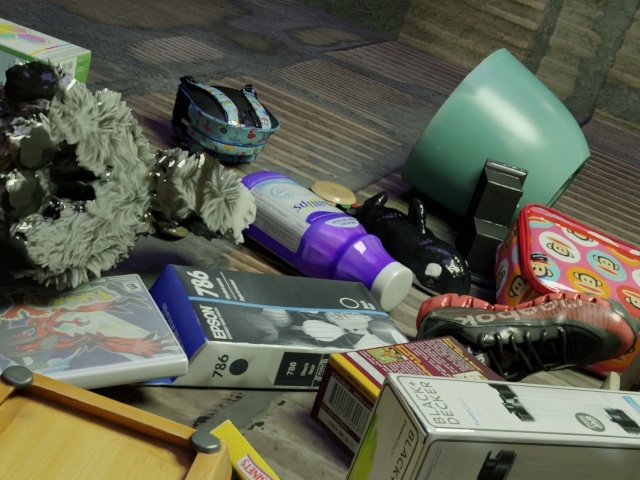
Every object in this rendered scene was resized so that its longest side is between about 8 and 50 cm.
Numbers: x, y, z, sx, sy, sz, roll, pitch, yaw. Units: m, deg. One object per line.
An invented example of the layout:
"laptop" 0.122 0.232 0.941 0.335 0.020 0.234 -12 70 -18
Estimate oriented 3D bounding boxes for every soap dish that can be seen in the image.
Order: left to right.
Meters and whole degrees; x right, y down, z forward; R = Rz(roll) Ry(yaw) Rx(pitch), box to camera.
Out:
"soap dish" -0.193 0.214 0.669 0.228 0.118 0.291 20 24 3

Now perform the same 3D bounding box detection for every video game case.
"video game case" -0.256 0.092 0.972 0.201 0.023 0.183 -5 28 -26

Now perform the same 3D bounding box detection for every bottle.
"bottle" 0.000 0.000 1.336 0.283 0.092 0.118 34 26 32

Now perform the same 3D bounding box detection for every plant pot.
"plant pot" 0.325 -0.148 1.702 0.235 0.293 0.293 40 27 11

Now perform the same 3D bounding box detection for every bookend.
"bookend" 0.275 -0.027 1.525 0.072 0.157 0.156 17 22 -2

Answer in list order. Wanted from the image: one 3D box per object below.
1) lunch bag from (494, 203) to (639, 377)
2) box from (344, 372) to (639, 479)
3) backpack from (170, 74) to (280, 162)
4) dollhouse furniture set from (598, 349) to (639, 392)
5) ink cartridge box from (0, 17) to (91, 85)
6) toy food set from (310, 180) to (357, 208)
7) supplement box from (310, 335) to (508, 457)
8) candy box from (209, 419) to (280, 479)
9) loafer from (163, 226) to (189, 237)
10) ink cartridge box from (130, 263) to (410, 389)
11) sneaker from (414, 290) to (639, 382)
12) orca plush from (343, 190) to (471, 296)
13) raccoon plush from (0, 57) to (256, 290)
"lunch bag" 0.394 0.072 1.384 0.293 0.120 0.258 23 32 -6
"box" 0.173 0.218 0.875 0.289 0.169 0.087 7 25 -24
"backpack" -0.156 -0.191 1.622 0.158 0.117 0.173 4 26 -32
"dollhouse furniture set" 0.399 0.238 1.102 0.212 0.161 0.242 20 45 3
"ink cartridge box" -0.431 -0.254 1.303 0.209 0.062 0.109 21 22 9
"toy food set" 0.022 -0.075 1.620 0.082 0.020 0.083 8 24 -23
"supplement box" 0.098 0.170 1.038 0.188 0.081 0.104 -3 30 -40
"candy box" -0.016 0.239 0.773 0.027 0.105 0.206 -36 47 -16
"loafer" -0.199 -0.049 1.353 0.056 0.050 0.148 16 23 -5
"ink cartridge box" -0.068 0.099 1.100 0.332 0.065 0.165 5 27 -28
"sneaker" 0.233 0.125 1.150 0.276 0.098 0.135 -2 25 26
"orca plush" 0.145 -0.021 1.482 0.151 0.102 0.287 9 24 -21
"raccoon plush" -0.325 -0.051 1.108 0.299 0.216 0.446 9 -14 34
